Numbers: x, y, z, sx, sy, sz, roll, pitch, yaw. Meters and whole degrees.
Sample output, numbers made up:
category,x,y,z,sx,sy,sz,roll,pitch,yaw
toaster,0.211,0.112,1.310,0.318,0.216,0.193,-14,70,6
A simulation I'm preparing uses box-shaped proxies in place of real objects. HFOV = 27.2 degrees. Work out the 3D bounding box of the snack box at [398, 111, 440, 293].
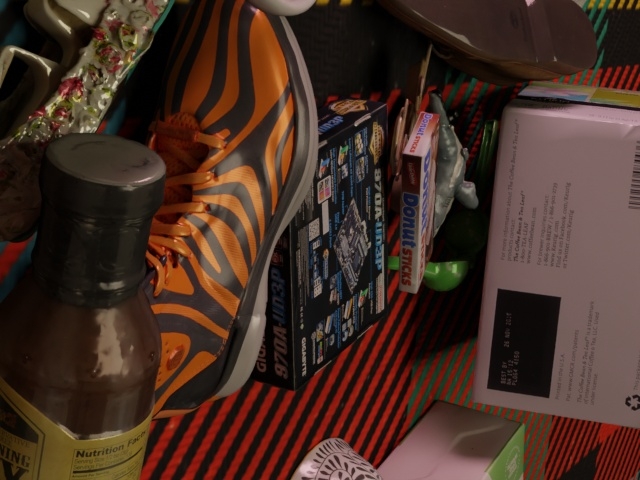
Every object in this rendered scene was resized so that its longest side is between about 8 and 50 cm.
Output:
category,x,y,z,sx,sy,sz,roll,pitch,yaw
snack box,0.093,-0.034,1.255,0.178,0.022,0.064,88,20,-44

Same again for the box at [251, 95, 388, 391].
category,x,y,z,sx,sy,sz,roll,pitch,yaw
box,0.000,0.000,1.186,0.175,0.051,0.220,-36,131,-51

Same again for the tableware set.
category,x,y,z,sx,sy,sz,roll,pitch,yaw
tableware set,0.086,-0.100,1.272,0.168,0.020,0.141,86,15,-61

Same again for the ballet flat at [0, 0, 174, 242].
category,x,y,z,sx,sy,sz,roll,pitch,yaw
ballet flat,-0.162,-0.109,0.826,0.077,0.091,0.241,43,57,-33

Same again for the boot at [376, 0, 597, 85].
category,x,y,z,sx,sy,sz,roll,pitch,yaw
boot,0.139,-0.209,1.306,0.305,0.115,0.112,13,67,-42

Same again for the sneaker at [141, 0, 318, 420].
category,x,y,z,sx,sy,sz,roll,pitch,yaw
sneaker,-0.102,-0.018,0.920,0.180,0.125,0.321,-13,112,-60

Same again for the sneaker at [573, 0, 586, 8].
category,x,y,z,sx,sy,sz,roll,pitch,yaw
sneaker,0.242,-0.329,1.435,0.126,0.127,0.321,-30,151,-46

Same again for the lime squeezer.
category,x,y,z,sx,sy,sz,roll,pitch,yaw
lime squeezer,0.136,-0.014,1.443,0.110,0.059,0.310,55,46,-12

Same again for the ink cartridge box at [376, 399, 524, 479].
category,x,y,z,sx,sy,sz,roll,pitch,yaw
ink cartridge box,0.146,0.394,1.535,0.207,0.119,0.353,-39,134,-50

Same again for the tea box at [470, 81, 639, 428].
category,x,y,z,sx,sy,sz,roll,pitch,yaw
tea box,0.312,0.001,1.504,0.323,0.220,0.329,-43,139,-71

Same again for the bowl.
category,x,y,z,sx,sy,sz,roll,pitch,yaw
bowl,0.027,0.289,1.322,0.170,0.080,0.170,-30,125,-54

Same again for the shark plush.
category,x,y,z,sx,sy,sz,roll,pitch,yaw
shark plush,0.121,-0.073,1.314,0.067,0.073,0.161,-40,152,-41

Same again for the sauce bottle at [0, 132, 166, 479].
category,x,y,z,sx,sy,sz,roll,pitch,yaw
sauce bottle,-0.158,0.101,0.816,0.111,0.111,0.344,-27,136,-55

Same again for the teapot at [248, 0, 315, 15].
category,x,y,z,sx,sy,sz,roll,pitch,yaw
teapot,-0.046,-0.287,0.798,0.252,0.256,0.187,44,47,-5
